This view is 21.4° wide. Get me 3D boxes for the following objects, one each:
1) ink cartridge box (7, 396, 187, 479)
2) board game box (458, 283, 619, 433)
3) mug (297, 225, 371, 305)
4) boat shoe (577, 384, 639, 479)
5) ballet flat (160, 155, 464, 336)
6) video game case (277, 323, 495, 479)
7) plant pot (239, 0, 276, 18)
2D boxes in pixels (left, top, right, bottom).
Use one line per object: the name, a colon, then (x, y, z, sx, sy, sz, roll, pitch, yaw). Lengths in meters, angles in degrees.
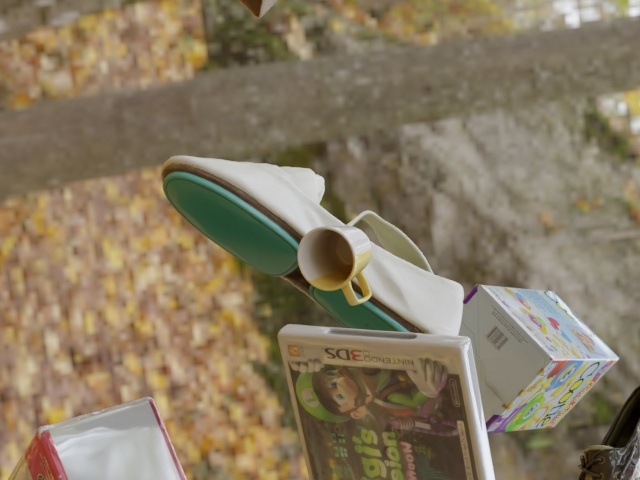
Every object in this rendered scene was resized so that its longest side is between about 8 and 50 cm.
ink cartridge box: (-0.283, 0.404, 2.154, 0.279, 0.160, 0.384, 65, -30, 16)
board game box: (0.266, 0.160, 2.273, 0.144, 0.142, 0.275, 47, 18, 23)
mug: (0.019, 0.020, 1.644, 0.064, 0.062, 0.078, -21, 115, -63)
boat shoe: (0.308, 0.245, 1.796, 0.073, 0.223, 0.080, 47, -29, -8)
ballet flat: (0.000, 0.000, 1.953, 0.139, 0.400, 0.139, -53, -171, 12)
video game case: (0.058, 0.162, 1.390, 0.022, 0.173, 0.190, -39, 124, -50)
plant pot: (-0.070, -0.356, 2.043, 0.109, 0.096, 0.109, 45, -25, 13)
